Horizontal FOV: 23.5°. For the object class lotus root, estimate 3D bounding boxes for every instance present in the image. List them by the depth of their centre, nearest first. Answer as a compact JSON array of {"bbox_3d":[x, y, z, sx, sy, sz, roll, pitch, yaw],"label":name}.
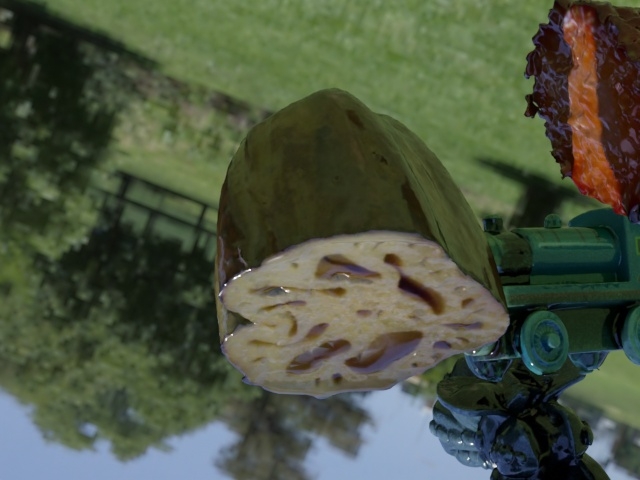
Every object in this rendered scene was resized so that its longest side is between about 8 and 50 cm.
[{"bbox_3d":[0.000,0.000,1.555,0.316,0.316,0.250,19,-134,-45],"label":"lotus root"}]

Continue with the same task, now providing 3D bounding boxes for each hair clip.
[{"bbox_3d":[0.258,0.247,1.991,0.194,0.206,0.310,-21,-148,-13],"label":"hair clip"}]

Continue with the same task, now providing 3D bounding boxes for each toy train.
[{"bbox_3d":[0.271,0.056,1.728,0.298,0.194,0.120,-1,174,-37],"label":"toy train"}]

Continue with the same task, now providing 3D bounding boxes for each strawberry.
[{"bbox_3d":[0.321,-0.140,1.465,0.178,0.234,0.234,-21,-161,-18],"label":"strawberry"}]
